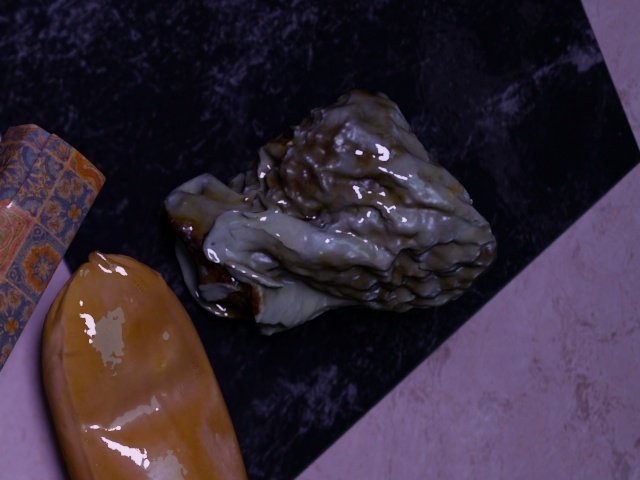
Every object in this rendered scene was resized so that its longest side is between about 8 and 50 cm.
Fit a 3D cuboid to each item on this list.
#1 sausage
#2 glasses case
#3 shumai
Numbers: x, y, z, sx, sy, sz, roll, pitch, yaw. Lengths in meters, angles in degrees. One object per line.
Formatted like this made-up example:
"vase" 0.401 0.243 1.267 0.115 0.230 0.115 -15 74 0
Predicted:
"sausage" -0.123 0.175 1.399 0.134 0.116 0.354 -19 97 -27
"glasses case" -0.237 0.025 1.345 0.075 0.049 0.218 43 61 -33
"shumai" 0.002 -0.001 1.465 0.218 0.256 0.189 -30 85 -9
